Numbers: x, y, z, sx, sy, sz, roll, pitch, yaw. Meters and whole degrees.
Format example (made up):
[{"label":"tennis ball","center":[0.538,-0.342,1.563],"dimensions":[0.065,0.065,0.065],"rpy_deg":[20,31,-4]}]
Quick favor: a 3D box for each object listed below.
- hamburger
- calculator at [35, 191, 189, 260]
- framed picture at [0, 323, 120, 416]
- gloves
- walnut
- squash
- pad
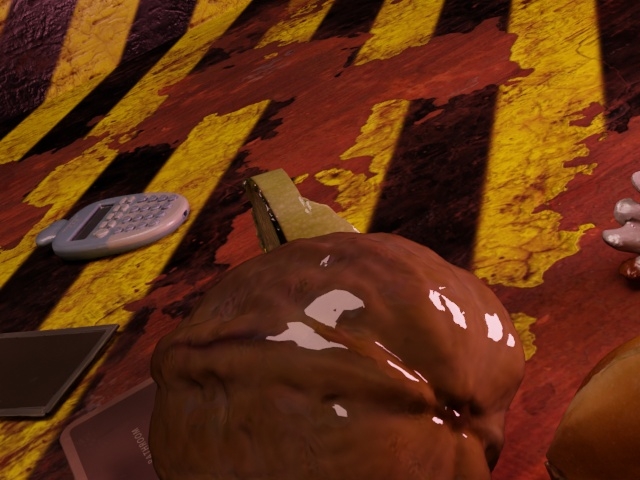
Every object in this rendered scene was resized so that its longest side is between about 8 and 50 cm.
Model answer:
[{"label":"hamburger","center":[0.317,0.140,0.767],"dimensions":[0.283,0.156,0.144],"rpy_deg":[-10,29,17]},{"label":"calculator","center":[-0.378,-0.027,1.722],"dimensions":[0.303,0.042,0.188],"rpy_deg":[-9,30,22]},{"label":"framed picture","center":[-0.437,0.193,1.380],"dimensions":[0.252,0.014,0.197],"rpy_deg":[-7,30,27]},{"label":"gloves","center":[0.431,-0.028,1.063],"dimensions":[0.218,0.131,0.140],"rpy_deg":[-50,26,11]},{"label":"walnut","center":[0.001,0.143,0.848],"dimensions":[0.344,0.306,0.306],"rpy_deg":[1,34,44]},{"label":"squash","center":[-0.014,-0.005,1.213],"dimensions":[0.133,0.220,0.220],"rpy_deg":[-29,27,-8]},{"label":"pad","center":[-0.212,0.244,1.131],"dimensions":[0.176,0.002,0.266],"rpy_deg":[-29,27,-15]}]
